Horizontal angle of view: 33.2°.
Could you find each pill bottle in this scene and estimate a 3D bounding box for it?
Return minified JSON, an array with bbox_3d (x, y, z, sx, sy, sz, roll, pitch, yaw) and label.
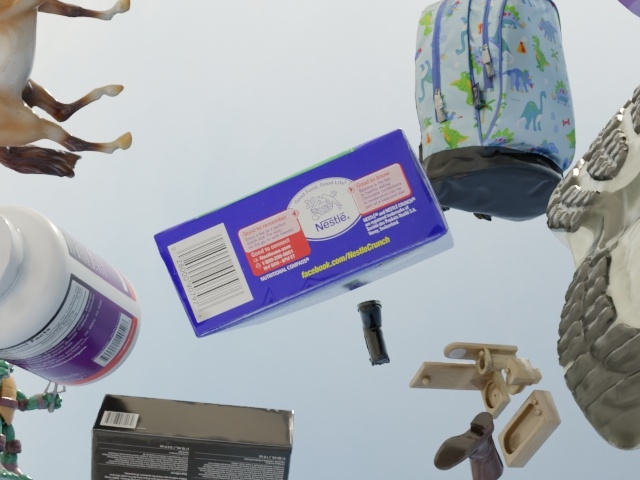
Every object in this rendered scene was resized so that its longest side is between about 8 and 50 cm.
[{"bbox_3d":[-0.369,0.069,1.374,0.181,0.323,0.182,-5,-111,14],"label":"pill bottle"}]

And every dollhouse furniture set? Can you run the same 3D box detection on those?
[{"bbox_3d":[0.217,0.217,1.448,0.144,0.123,0.151,115,-28,-43],"label":"dollhouse furniture set"}]

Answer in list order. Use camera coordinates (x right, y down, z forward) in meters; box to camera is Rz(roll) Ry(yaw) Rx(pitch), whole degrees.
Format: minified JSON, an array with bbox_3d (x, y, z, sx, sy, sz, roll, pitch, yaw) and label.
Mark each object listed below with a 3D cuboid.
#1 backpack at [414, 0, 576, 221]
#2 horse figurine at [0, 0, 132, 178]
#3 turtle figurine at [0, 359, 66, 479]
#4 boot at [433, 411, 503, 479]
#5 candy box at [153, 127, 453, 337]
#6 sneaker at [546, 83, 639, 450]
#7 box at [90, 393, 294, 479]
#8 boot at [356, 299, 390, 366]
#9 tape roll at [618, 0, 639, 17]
[{"bbox_3d":[0.278,-0.242,1.739,0.273,0.290,0.356,-35,-124,39],"label":"backpack"},{"bbox_3d":[-0.250,-0.157,0.926,0.066,0.174,0.263,-127,-141,-51],"label":"horse figurine"},{"bbox_3d":[-0.467,0.244,1.618,0.118,0.175,0.234,-7,-107,22],"label":"turtle figurine"},{"bbox_3d":[0.192,0.288,1.369,0.106,0.114,0.037,-35,-136,-24],"label":"boot"},{"bbox_3d":[0.000,0.000,1.165,0.268,0.122,0.317,-23,174,6],"label":"candy box"},{"bbox_3d":[0.233,0.008,0.574,0.158,0.182,0.410,-52,-174,31],"label":"sneaker"},{"bbox_3d":[-0.174,0.319,1.456,0.103,0.261,0.184,-90,-174,-69],"label":"box"},{"bbox_3d":[0.095,0.165,1.901,0.045,0.121,0.099,-11,-110,0],"label":"boot"},{"bbox_3d":[0.278,-0.238,0.730,0.189,0.189,0.080,-54,-177,-3],"label":"tape roll"}]
